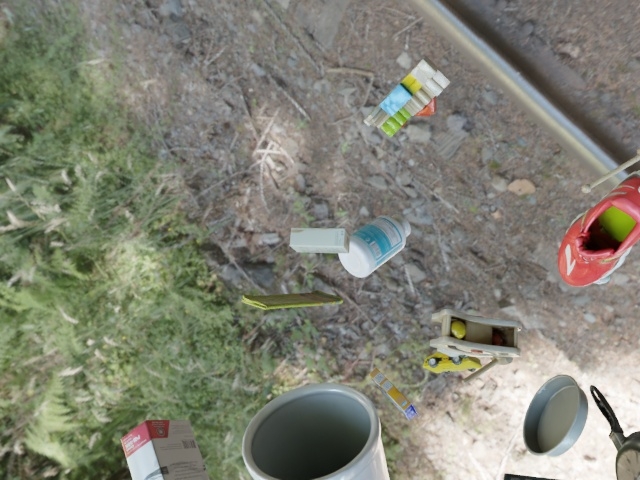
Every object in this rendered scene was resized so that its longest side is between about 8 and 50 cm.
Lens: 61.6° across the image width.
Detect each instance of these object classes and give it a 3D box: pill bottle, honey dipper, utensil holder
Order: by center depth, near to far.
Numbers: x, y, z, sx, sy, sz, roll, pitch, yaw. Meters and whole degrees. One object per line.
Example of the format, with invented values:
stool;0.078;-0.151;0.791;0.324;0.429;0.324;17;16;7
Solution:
honey dipper;0.589;-0.141;1.054;0.160;0.030;0.031;-33;94;13
utensil holder;0.019;0.604;1.311;0.327;0.327;0.386;10;123;46
pill bottle;0.197;0.007;1.866;0.146;0.264;0.146;33;141;33

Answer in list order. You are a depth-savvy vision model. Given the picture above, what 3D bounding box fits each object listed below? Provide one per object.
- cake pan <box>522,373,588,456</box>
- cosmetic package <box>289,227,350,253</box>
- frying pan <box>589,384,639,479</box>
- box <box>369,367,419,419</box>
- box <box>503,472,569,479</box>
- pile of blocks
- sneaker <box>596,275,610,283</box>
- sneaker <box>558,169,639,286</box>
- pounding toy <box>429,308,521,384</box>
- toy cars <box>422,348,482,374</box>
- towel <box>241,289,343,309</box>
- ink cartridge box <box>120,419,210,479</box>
cake pan;0.793;0.596;1.810;0.054;0.293;0.293;29;144;-2
cosmetic package;0.000;0.000;1.103;0.114;0.041;0.060;2;166;14
frying pan;0.674;0.444;1.143;0.197;0.053;0.327;107;158;-57
box;0.175;0.366;1.259;0.136;0.028;0.081;45;170;36
box;0.464;0.521;1.000;0.220;0.051;0.175;-4;121;26
pile of blocks;0.211;-0.327;1.334;0.112;0.149;0.362;42;170;-6
sneaker;0.751;0.091;1.504;0.069;0.038;0.098;28;168;-38
sneaker;0.446;-0.003;0.870;0.107;0.118;0.279;46;155;25
pounding toy;0.385;0.263;1.276;0.269;0.155;0.154;18;159;-27
toy cars;0.447;0.344;1.712;0.176;0.087;0.394;7;153;1
towel;-0.062;0.139;1.276;0.102;0.237;0.021;6;94;48
ink cartridge box;-0.219;0.335;0.779;0.099;0.056;0.135;33;-157;-58
